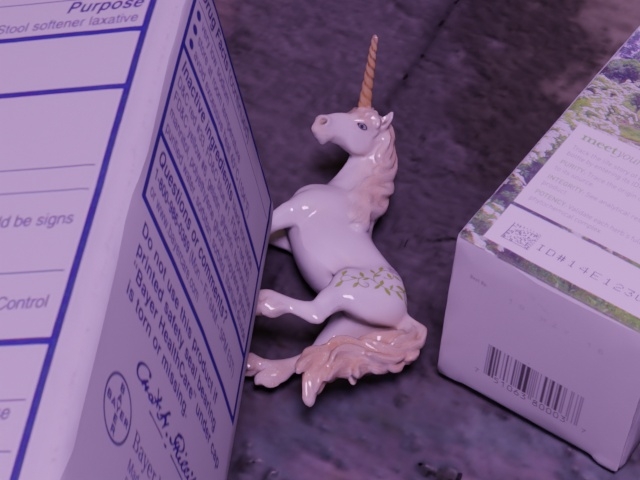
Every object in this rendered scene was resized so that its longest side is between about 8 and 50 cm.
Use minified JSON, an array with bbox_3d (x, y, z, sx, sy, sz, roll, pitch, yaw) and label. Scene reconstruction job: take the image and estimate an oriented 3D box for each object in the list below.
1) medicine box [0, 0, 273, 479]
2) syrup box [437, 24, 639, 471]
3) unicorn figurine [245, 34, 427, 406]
[{"bbox_3d":[-0.173,0.048,0.545,0.263,0.149,0.289,-3,46,12],"label":"medicine box"},{"bbox_3d":[0.156,-0.023,0.674,0.093,0.096,0.237,29,53,21],"label":"syrup box"},{"bbox_3d":[0.000,0.000,0.686,0.111,0.060,0.162,-16,66,-15],"label":"unicorn figurine"}]
